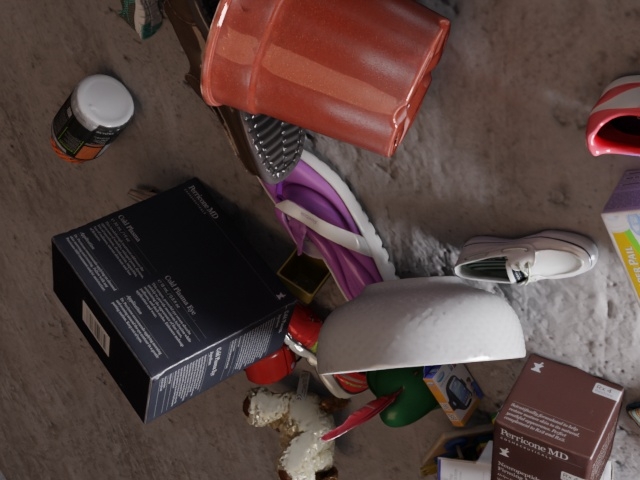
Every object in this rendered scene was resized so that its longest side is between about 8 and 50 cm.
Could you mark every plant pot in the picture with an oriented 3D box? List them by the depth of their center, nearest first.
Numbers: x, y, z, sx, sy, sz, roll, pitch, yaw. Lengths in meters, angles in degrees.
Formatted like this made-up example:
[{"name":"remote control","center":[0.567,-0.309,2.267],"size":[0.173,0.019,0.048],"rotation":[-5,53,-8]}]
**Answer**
[{"name":"plant pot","center":[0.017,-0.255,1.271],"size":[0.265,0.272,0.272],"rotation":[26,141,7]},{"name":"plant pot","center":[-0.031,0.072,1.765],"size":[0.081,0.081,0.083],"rotation":[33,153,10]}]

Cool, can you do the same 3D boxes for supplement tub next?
[{"name":"supplement tub","center":[-0.442,-0.226,1.788],"size":[0.117,0.117,0.190],"rotation":[48,142,-9]}]

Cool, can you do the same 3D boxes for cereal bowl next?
[{"name":"cereal bowl","center":[0.157,0.136,1.519],"size":[0.339,0.339,0.141],"rotation":[-12,80,46]}]

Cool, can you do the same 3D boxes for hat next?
[{"name":"hat","center":[0.147,0.329,1.736],"size":[0.208,0.183,0.173],"rotation":[-19,122,29]}]

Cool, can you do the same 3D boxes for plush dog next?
[{"name":"plush dog","center":[-0.032,0.431,2.073],"size":[0.262,0.210,0.225],"rotation":[55,166,28]}]

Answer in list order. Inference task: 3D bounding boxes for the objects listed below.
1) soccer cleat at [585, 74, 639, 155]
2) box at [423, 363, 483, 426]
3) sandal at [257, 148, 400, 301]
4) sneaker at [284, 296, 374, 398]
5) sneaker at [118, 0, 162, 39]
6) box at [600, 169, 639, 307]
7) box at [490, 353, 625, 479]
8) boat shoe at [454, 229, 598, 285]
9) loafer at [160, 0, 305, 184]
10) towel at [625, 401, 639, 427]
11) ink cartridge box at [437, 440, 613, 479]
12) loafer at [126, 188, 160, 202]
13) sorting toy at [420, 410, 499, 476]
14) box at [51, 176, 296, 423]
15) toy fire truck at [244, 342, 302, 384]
[{"name":"soccer cleat","center":[0.471,-0.137,1.098],"size":[0.318,0.116,0.108],"rotation":[6,131,37]},{"name":"box","center":[0.242,0.265,1.717],"size":[0.028,0.081,0.136],"rotation":[-7,123,49]},{"name":"sandal","center":[0.009,-0.004,1.633],"size":[0.416,0.102,0.169],"rotation":[51,141,-13]},{"name":"sneaker","center":[0.015,0.185,1.844],"size":[0.118,0.107,0.279],"rotation":[-34,106,33]},{"name":"sneaker","center":[-0.303,-0.410,1.536],"size":[0.076,0.065,0.166],"rotation":[35,141,13]},{"name":"box","center":[0.474,0.011,1.252],"size":[0.114,0.103,0.203],"rotation":[-7,122,44]},{"name":"box","center":[0.398,0.338,1.587],"size":[0.168,0.167,0.203],"rotation":[19,137,26]},{"name":"boat shoe","center":[0.312,0.039,1.440],"size":[0.226,0.076,0.083],"rotation":[-5,124,43]},{"name":"loafer","center":[-0.138,-0.262,1.500],"size":[0.130,0.134,0.366],"rotation":[0,117,46]},{"name":"towel","center":[0.694,0.374,1.477],"size":[0.370,0.040,0.271],"rotation":[48,141,-9]},{"name":"ink cartridge box","center":[0.379,0.500,1.788],"size":[0.307,0.072,0.303],"rotation":[9,136,15]},{"name":"loafer","center":[-0.339,-0.085,1.910],"size":[0.125,0.039,0.045],"rotation":[22,172,27]},{"name":"sorting toy","center":[0.275,0.409,1.794],"size":[0.274,0.132,0.046],"rotation":[112,147,-51]},{"name":"box","center":[-0.276,0.103,1.737],"size":[0.343,0.312,0.179],"rotation":[50,147,23]},{"name":"toy fire truck","center":[-0.179,0.221,1.897],"size":[0.217,0.246,0.158],"rotation":[18,137,27]}]
